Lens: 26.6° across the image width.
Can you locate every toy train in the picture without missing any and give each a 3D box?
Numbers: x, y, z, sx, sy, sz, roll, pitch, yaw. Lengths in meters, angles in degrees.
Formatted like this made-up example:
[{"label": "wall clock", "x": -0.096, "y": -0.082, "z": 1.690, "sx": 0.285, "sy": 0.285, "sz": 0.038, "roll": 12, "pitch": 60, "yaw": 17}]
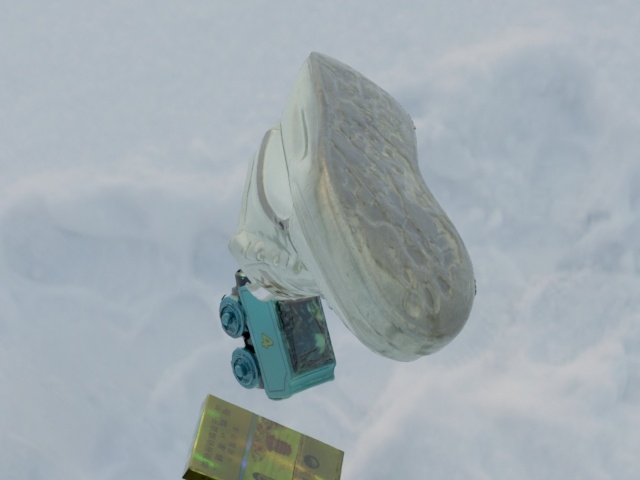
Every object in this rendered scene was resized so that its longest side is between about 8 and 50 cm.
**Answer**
[{"label": "toy train", "x": -0.061, "y": 0.131, "z": 1.915, "sx": 0.107, "sy": 0.154, "sz": 0.198, "roll": -17, "pitch": 95, "yaw": -38}]

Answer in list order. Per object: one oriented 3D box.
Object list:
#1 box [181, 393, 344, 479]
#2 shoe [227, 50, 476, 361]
[{"label": "box", "x": -0.068, "y": 0.277, "z": 1.667, "sx": 0.193, "sy": 0.030, "sz": 0.121, "roll": 24, "pitch": 41, "yaw": -11}, {"label": "shoe", "x": 0.000, "y": 0.000, "z": 0.940, "sx": 0.159, "sy": 0.124, "sz": 0.316, "roll": -47, "pitch": 25, "yaw": 25}]
